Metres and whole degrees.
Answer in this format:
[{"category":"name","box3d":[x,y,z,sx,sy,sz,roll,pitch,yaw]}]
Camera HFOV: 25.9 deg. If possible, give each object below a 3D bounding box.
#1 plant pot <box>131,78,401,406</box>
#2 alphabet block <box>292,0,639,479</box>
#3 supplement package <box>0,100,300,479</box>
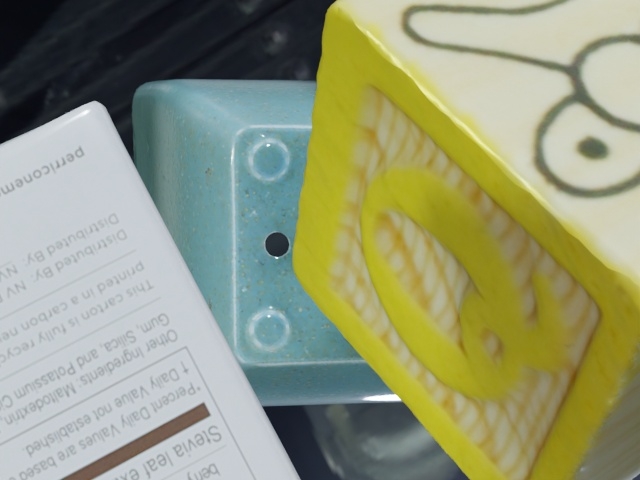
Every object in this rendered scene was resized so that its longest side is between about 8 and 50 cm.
[{"category":"plant pot","box3d":[0.000,0.000,0.958,0.248,0.247,0.252,-1,0,-10]},{"category":"alphabet block","box3d":[0.124,-0.021,0.618,0.197,0.192,0.193,-27,-32,-26]},{"category":"supplement package","box3d":[-0.075,0.132,0.425,0.175,0.293,0.177,-28,4,-8]}]
